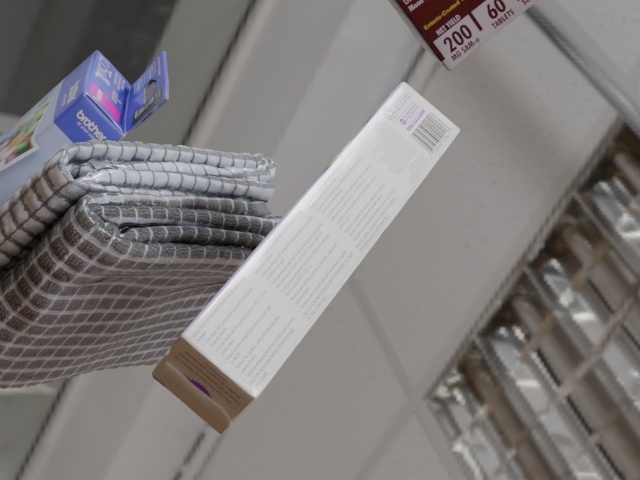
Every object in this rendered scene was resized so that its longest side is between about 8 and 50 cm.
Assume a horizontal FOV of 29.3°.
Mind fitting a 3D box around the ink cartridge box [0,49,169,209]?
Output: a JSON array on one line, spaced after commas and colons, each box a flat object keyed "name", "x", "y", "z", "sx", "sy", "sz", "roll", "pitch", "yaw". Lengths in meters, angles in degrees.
[{"name": "ink cartridge box", "x": -0.277, "y": -0.078, "z": 1.176, "sx": 0.311, "sy": 0.065, "sz": 0.186, "roll": -37, "pitch": -159, "yaw": 8}]

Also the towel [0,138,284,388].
[{"name": "towel", "x": -0.177, "y": 0.030, "z": 1.107, "sx": 0.235, "sy": 0.284, "sz": 0.121, "roll": -43, "pitch": -116, "yaw": 30}]

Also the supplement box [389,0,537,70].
[{"name": "supplement box", "x": 0.082, "y": -0.274, "z": 1.007, "sx": 0.130, "sy": 0.239, "sz": 0.073, "roll": -39, "pitch": -155, "yaw": 6}]

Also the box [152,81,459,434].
[{"name": "box", "x": 0.000, "y": 0.000, "z": 0.886, "sx": 0.324, "sy": 0.067, "sz": 0.063, "roll": -52, "pitch": -178, "yaw": -41}]
